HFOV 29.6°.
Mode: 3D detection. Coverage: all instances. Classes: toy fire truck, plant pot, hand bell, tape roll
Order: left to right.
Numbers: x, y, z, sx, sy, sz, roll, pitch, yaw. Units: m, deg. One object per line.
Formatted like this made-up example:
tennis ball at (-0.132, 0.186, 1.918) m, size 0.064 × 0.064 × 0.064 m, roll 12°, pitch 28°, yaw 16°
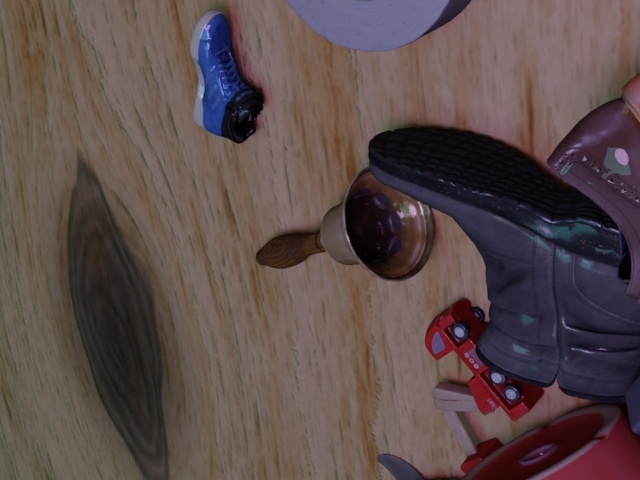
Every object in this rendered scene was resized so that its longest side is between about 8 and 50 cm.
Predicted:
hand bell at (0.000, 0.000, 1.362) m, size 0.242 × 0.126 × 0.126 m, roll -15°, pitch 104°, yaw 51°
tape roll at (0.053, -0.298, 1.179) m, size 0.219 × 0.072 × 0.219 m, roll 15°, pitch 120°, yaw 28°
toy fire truck at (0.172, 0.172, 1.348) m, size 0.192 × 0.047 × 0.135 m, roll 50°, pitch 130°, yaw 3°
plant pot at (0.274, 0.315, 1.214) m, size 0.275 × 0.275 × 0.243 m, roll -30°, pitch 89°, yaw 40°

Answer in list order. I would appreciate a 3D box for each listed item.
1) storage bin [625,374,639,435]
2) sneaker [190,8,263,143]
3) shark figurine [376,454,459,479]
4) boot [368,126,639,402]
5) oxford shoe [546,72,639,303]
storage bin at (0.359, 0.152, 1.153) m, size 0.091 × 0.098 × 0.135 m, roll 19°, pitch 130°, yaw -14°
sneaker at (-0.099, -0.179, 1.351) m, size 0.084 × 0.058 × 0.152 m, roll 28°, pitch 130°, yaw 27°
shark figurine at (0.094, 0.382, 1.468) m, size 0.166 × 0.116 × 0.278 m, roll 30°, pitch 125°, yaw 21°
boot at (0.183, 0.032, 1.224) m, size 0.338 × 0.118 × 0.223 m, roll 25°, pitch 126°, yaw 22°
oxford shoe at (0.338, 0.023, 1.064) m, size 0.132 × 0.130 × 0.364 m, roll -35°, pitch 104°, yaw 17°
